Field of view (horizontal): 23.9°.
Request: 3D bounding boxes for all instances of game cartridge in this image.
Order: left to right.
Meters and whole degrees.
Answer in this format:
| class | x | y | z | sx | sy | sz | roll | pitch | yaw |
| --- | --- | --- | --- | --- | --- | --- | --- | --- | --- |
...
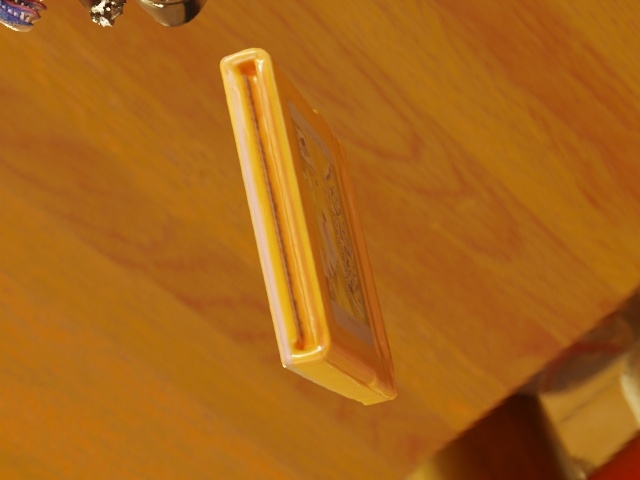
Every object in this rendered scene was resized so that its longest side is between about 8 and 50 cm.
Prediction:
| class | x | y | z | sx | sy | sz | roll | pitch | yaw |
| --- | --- | --- | --- | --- | --- | --- | --- | --- | --- |
| game cartridge | 0.000 | 0.000 | 1.427 | 0.052 | 0.285 | 0.323 | -16 | 165 | 12 |

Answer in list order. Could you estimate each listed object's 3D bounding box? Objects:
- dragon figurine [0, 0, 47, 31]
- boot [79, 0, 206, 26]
| class | x | y | z | sx | sy | sz | roll | pitch | yaw |
| --- | --- | --- | --- | --- | --- | --- | --- | --- | --- |
| dragon figurine | -0.252 | -0.074 | 0.663 | 0.289 | 0.085 | 0.144 | 1 | 88 | 8 |
| boot | -0.175 | -0.212 | 0.941 | 0.246 | 0.207 | 0.094 | 28 | 89 | -9 |
